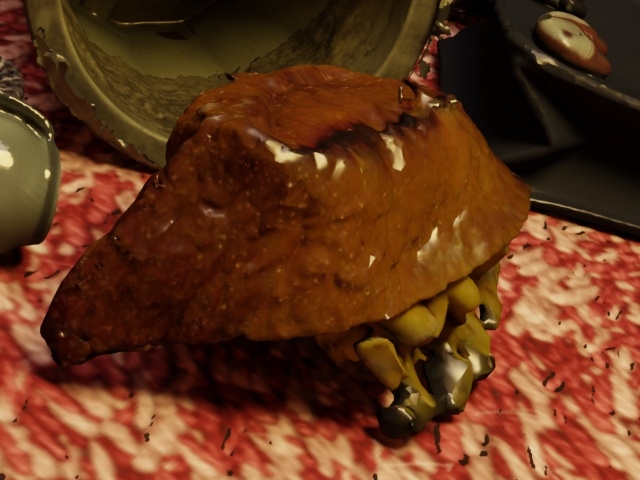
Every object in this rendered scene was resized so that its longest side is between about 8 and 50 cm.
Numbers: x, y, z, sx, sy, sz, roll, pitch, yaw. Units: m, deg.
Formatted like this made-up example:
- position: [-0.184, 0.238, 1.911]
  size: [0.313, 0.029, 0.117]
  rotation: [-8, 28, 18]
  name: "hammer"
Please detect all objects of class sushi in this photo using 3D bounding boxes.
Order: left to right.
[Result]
- position: [0.003, 0.000, 0.894]
  size: [0.167, 0.179, 0.296]
  rotation: [12, 19, 25]
  name: "sushi"

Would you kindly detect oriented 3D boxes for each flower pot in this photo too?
- position: [-0.079, -0.201, 1.114]
  size: [0.290, 0.290, 0.259]
  rotation: [8, 16, -23]
  name: "flower pot"

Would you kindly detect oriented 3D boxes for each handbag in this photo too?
- position: [0.263, -0.109, 1.301]
  size: [0.329, 0.122, 0.303]
  rotation: [18, 26, -7]
  name: "handbag"

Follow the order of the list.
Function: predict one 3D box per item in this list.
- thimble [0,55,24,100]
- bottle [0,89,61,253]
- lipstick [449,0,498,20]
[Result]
- position: [-0.226, -0.076, 0.961]
  size: [0.095, 0.066, 0.104]
  rotation: [21, 23, -1]
  name: "thimble"
- position: [-0.263, -0.050, 0.855]
  size: [0.254, 0.096, 0.079]
  rotation: [10, -6, -19]
  name: "bottle"
- position: [0.128, -0.240, 1.498]
  size: [0.300, 0.081, 0.081]
  rotation: [15, 27, -8]
  name: "lipstick"
